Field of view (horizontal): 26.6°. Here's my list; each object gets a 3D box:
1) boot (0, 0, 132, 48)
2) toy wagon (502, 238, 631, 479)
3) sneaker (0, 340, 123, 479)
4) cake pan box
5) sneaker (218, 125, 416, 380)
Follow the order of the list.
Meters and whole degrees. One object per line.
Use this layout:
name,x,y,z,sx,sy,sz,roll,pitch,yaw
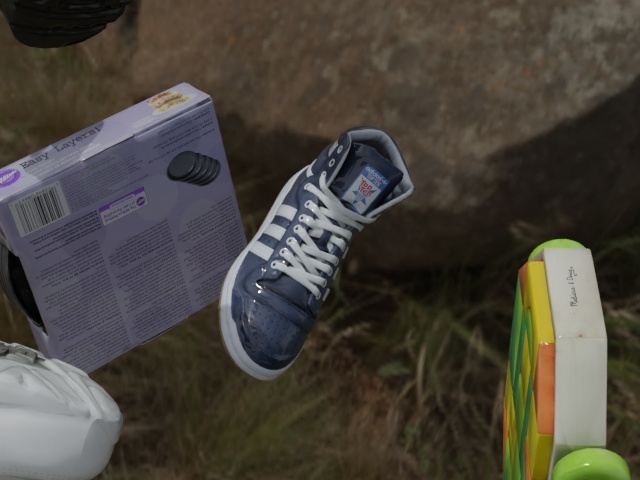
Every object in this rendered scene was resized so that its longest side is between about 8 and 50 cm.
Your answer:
boot,-0.169,-0.330,0.901,0.131,0.348,0.260,-2,54,-52
toy wagon,0.193,0.177,1.128,0.068,0.344,0.267,2,37,2
sneaker,-0.184,0.088,0.481,0.232,0.090,0.115,-1,87,6
cake pan box,-0.211,-0.005,1.439,0.267,0.246,0.070,-30,37,-22
sneaker,0.000,0.000,1.324,0.099,0.153,0.282,37,46,-17
